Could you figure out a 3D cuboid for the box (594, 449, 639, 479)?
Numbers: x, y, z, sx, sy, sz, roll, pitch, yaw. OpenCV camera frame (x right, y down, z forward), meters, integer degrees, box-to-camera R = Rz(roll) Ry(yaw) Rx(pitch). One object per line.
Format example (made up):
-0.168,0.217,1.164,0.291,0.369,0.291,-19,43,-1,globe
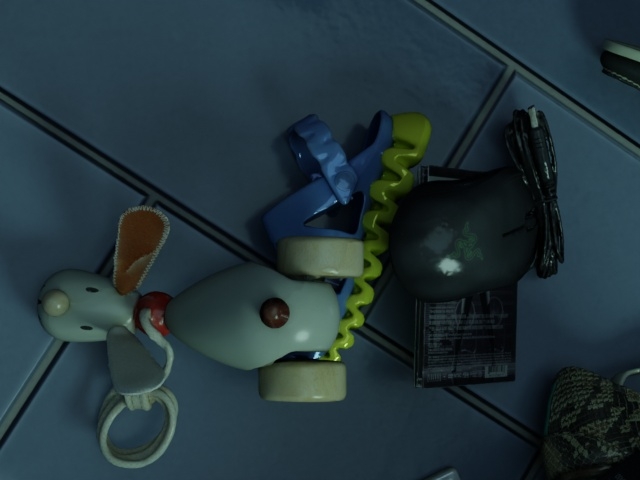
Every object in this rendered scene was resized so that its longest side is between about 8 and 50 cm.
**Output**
0.300,0.523,1.249,0.472,0.297,0.480,-34,101,-1,box

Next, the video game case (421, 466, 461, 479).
0.088,0.361,1.416,0.201,0.023,0.183,-24,92,-12,video game case

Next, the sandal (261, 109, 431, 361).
0.000,0.000,1.375,0.138,0.126,0.317,20,75,-7,sandal

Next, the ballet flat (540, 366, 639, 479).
0.468,0.208,1.449,0.482,0.164,0.182,9,65,-10,ballet flat

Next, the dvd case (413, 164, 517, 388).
0.152,0.038,1.400,0.164,0.018,0.221,2,89,-48,dvd case

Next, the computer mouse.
0.174,-0.021,1.354,0.272,0.072,0.188,-23,107,-45,computer mouse

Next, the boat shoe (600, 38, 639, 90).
0.439,-0.108,1.469,0.340,0.127,0.113,22,106,-12,boat shoe

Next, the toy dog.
-0.119,0.072,1.250,0.333,0.161,0.220,-20,77,14,toy dog
